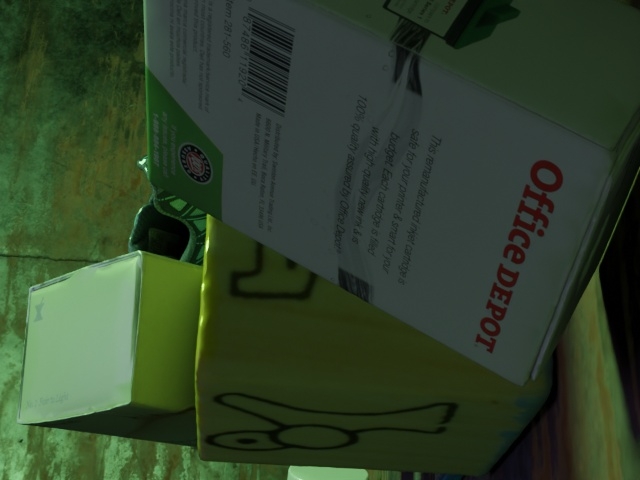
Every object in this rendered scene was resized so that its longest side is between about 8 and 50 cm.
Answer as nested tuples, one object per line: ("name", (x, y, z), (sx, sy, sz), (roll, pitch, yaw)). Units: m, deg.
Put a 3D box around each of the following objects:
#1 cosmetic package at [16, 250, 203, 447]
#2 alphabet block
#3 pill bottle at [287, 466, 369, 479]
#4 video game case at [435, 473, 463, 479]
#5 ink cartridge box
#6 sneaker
("cosmetic package", (-0.062, 0.104, 0.973), (0.160, 0.309, 0.113), (-16, 66, 46))
("alphabet block", (0.025, 0.031, 0.775), (0.192, 0.197, 0.193), (102, 171, -63))
("pill bottle", (0.001, 0.364, 1.389), (0.121, 0.121, 0.216), (-109, 23, -80))
("video game case", (0.102, 0.094, 0.928), (0.119, 0.015, 0.166), (103, 170, -64))
("ink cartridge box", (0.033, -0.055, 0.553), (0.092, 0.219, 0.160), (-50, -20, -36))
("sneaker", (-0.096, -0.009, 0.988), (0.262, 0.125, 0.104), (92, 155, -56))
